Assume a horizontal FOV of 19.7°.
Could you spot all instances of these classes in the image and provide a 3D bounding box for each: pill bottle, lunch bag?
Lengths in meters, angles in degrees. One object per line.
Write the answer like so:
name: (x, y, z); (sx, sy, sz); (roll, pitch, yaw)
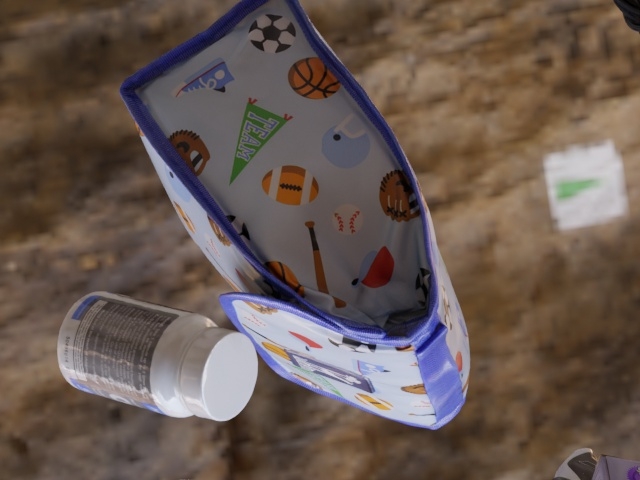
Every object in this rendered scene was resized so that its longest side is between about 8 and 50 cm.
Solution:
pill bottle: (-0.118, 0.086, 1.343); (0.137, 0.078, 0.078); (12, -164, 36)
lunch bag: (0.000, 0.000, 1.823); (0.239, 0.385, 0.328); (-36, 159, -5)

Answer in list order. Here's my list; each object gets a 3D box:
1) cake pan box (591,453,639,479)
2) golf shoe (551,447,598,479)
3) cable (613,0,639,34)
cake pan box: (0.232, 0.352, 1.492); (0.070, 0.266, 0.245); (12, -151, -4)
golf shoe: (0.293, 0.255, 1.639); (0.077, 0.198, 0.094); (-44, -166, 45)
cable: (0.291, -0.256, 1.664); (0.047, 0.184, 0.150); (-22, -146, -24)
